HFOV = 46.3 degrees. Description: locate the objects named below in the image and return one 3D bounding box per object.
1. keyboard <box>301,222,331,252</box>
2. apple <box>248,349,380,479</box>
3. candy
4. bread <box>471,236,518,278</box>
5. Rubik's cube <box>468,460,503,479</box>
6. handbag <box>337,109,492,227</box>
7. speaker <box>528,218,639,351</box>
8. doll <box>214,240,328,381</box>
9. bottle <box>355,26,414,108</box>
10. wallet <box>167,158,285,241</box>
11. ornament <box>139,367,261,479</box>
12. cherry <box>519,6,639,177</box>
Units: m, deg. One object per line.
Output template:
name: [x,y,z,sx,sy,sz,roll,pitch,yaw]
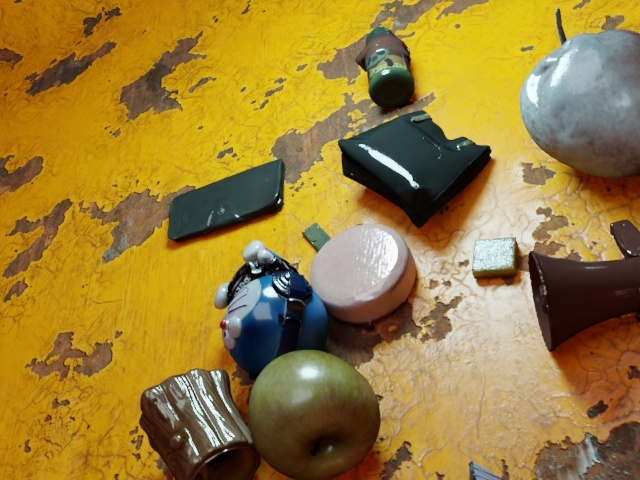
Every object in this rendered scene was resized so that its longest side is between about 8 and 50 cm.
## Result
keyboard: [0.000,0.000,1.905,0.049,0.015,0.129,-35,43,-9]
apple: [-0.015,0.329,1.451,0.257,0.257,0.234,-28,29,6]
candy: [0.097,0.080,1.718,0.255,0.094,0.255,-16,46,17]
bread: [0.381,0.039,1.632,0.094,0.035,0.090,-6,50,25]
Rubik's cube: [0.327,0.452,1.234,0.178,0.190,0.211,4,58,12]
handbag: [0.238,-0.204,1.858,0.288,0.152,0.342,-32,49,-21]
speaker: [0.567,0.081,1.448,0.330,0.198,0.259,-11,6,2]
doll: [-0.109,0.169,1.667,0.310,0.240,0.284,-108,36,-60]
bottle: [0.183,-0.507,2.156,0.156,0.143,0.271,-3,49,-5]
wallet: [-0.272,-0.111,2.136,0.378,0.051,0.197,-17,45,18]
ornament: [-0.247,0.407,1.548,0.235,0.221,0.217,-45,48,-1]
cherry: [0.600,-0.288,1.614,0.326,0.291,0.334,-2,64,7]
